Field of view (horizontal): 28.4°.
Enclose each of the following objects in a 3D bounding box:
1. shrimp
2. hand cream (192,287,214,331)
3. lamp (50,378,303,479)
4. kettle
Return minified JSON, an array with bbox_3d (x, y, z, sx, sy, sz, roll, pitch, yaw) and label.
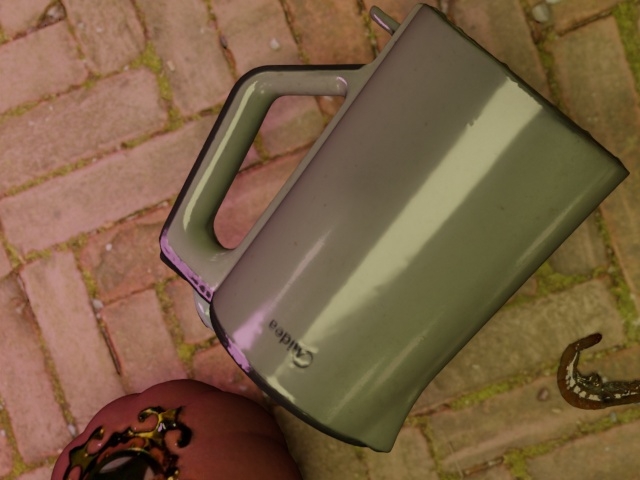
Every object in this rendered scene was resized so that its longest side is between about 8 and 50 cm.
[{"bbox_3d":[0.307,0.139,1.339,0.114,0.023,0.083,-3,96,18],"label":"shrimp"},{"bbox_3d":[0.000,0.000,1.383,0.320,0.067,0.109,-33,90,9],"label":"hand cream"},{"bbox_3d":[-0.152,0.306,1.367,0.305,0.305,0.239,-22,138,16],"label":"lamp"},{"bbox_3d":[0.044,-0.040,1.246,0.361,0.250,0.377,41,102,12],"label":"kettle"}]
